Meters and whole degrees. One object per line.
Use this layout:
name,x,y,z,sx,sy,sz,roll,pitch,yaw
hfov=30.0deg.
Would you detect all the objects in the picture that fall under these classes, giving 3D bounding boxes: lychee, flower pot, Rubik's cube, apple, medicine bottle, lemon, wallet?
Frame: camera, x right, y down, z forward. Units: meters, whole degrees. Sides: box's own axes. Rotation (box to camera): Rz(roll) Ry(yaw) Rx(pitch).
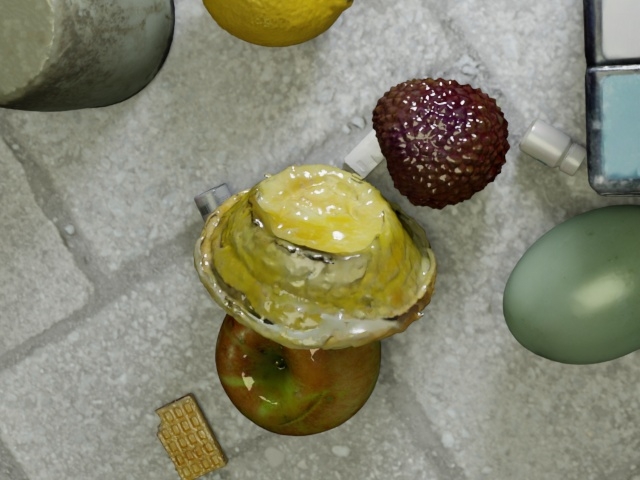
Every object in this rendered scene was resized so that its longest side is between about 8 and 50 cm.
lychee,0.172,-0.140,1.668,0.188,0.188,0.188,3,103,13
flower pot,-0.393,-0.313,1.686,0.293,0.330,0.294,3,104,11
Rubik's cube,0.490,-0.238,1.501,0.316,0.313,0.319,1,104,13
apple,-0.027,0.159,1.760,0.246,0.226,0.246,6,106,21
medicine bottle,-0.128,0.012,1.835,0.057,0.057,0.199,-24,96,17
medicine bottle,0.330,-0.131,1.697,0.089,0.052,0.052,30,107,5
lemon,-0.068,-0.363,1.672,0.244,0.187,0.187,13,105,6
wallet,0.077,-0.134,1.778,0.044,0.011,0.083,44,107,1

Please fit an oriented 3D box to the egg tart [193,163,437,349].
egg tart,0.000,0.000,1.662,0.345,0.345,0.132,18,132,9

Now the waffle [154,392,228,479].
waffle,-0.216,0.322,1.942,0.092,0.021,0.135,-27,95,17

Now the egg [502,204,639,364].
egg,0.387,0.062,1.648,0.282,0.203,0.203,-24,96,14
